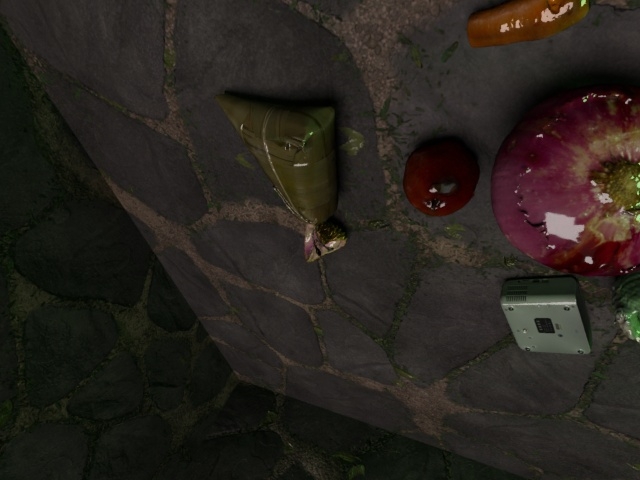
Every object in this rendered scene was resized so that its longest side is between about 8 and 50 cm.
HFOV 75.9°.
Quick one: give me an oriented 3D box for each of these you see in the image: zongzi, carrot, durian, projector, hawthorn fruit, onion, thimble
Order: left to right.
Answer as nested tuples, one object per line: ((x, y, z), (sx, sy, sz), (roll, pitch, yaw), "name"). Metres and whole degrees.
((-0.107, -0.200, 1.201), (0.418, 0.181, 0.447), (24, 142, 28), "zongzi")
((-0.001, -0.001, 1.375), (0.165, 0.132, 0.182), (23, 154, 26), "durian")
((0.286, -0.136, 0.986), (0.185, 0.202, 0.185), (12, 133, 13), "hawthorn fruit")
((0.369, -0.398, 0.739), (0.193, 0.087, 0.087), (-6, 130, 38), "carrot")
((0.669, 0.227, 1.217), (0.198, 0.108, 0.250), (-7, 129, 39), "projector")
((0.523, -0.117, 0.796), (0.358, 0.345, 0.358), (11, 114, 26), "onion")
((0.842, 0.162, 1.001), (0.219, 0.150, 0.219), (17, 140, 15), "thimble")
